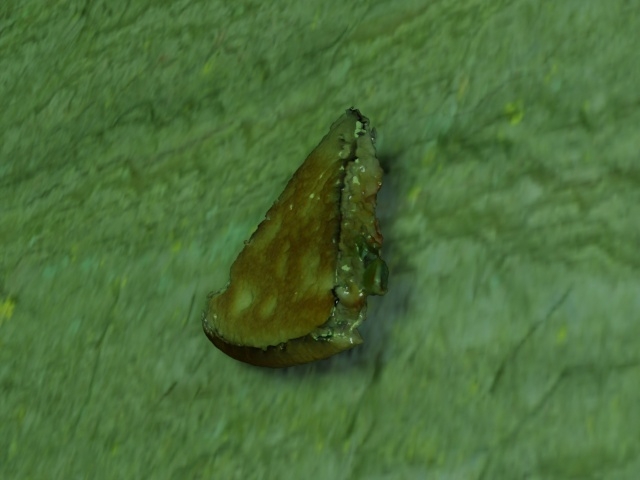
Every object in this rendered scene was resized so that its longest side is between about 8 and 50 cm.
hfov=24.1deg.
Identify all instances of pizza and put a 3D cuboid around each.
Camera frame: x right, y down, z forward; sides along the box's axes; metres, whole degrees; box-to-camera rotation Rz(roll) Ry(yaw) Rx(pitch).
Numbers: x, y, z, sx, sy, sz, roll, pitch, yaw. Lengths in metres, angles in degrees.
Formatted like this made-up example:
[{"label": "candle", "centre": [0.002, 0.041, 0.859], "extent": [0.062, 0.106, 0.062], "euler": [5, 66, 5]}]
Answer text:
[{"label": "pizza", "centre": [0.000, 0.000, 1.034], "extent": [0.185, 0.052, 0.195], "euler": [1, 64, 52]}]
